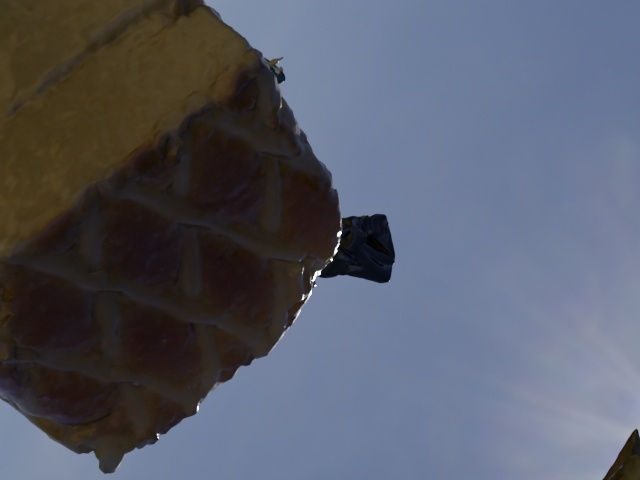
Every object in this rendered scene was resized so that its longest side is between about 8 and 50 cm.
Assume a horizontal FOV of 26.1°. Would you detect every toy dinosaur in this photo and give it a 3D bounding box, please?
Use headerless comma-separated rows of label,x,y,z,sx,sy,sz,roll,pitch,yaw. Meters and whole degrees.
toy dinosaur,-0.080,-0.184,1.543,0.083,0.047,0.030,-14,-166,15

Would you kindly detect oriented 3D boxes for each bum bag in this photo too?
bum bag,0.000,0.000,2.025,0.060,0.248,0.123,117,-33,-49

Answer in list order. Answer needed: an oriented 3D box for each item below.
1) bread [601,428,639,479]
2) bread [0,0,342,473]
bread,0.300,0.275,1.014,0.370,0.314,0.191,-56,-173,2
bread,-0.204,-0.037,1.272,0.371,0.390,0.279,-38,-123,-8
